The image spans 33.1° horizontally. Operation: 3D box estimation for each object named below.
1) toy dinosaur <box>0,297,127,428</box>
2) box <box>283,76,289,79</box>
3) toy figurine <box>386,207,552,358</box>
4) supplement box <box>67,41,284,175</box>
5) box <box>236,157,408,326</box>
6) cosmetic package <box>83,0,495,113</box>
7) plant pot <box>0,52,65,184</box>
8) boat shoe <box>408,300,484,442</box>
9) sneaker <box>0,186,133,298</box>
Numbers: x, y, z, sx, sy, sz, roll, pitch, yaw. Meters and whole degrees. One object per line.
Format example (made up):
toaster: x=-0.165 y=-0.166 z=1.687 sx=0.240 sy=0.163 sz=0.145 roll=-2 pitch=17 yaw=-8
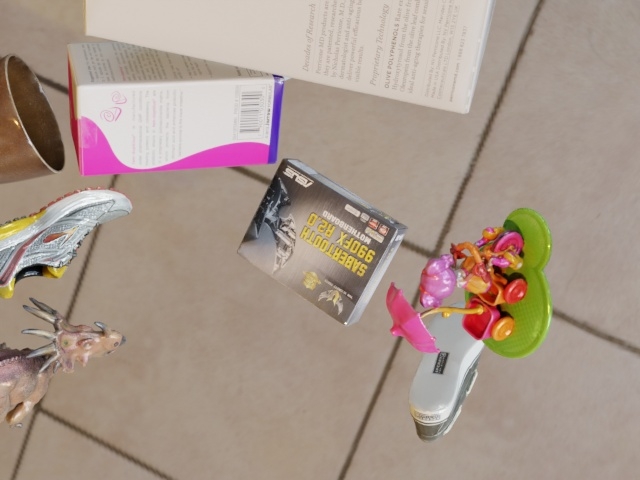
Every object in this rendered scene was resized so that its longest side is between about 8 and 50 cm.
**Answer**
toy dinosaur: x=-0.425 y=0.182 z=1.444 sx=0.127 sy=0.295 sz=0.200 roll=51 pitch=132 yaw=3
box: x=-0.094 y=-0.352 z=1.519 sx=0.231 sy=0.127 sz=0.262 roll=-22 pitch=53 yaw=18
toy figurine: x=0.145 y=0.053 z=1.111 sx=0.130 sy=0.159 sz=0.173 roll=44 pitch=130 yaw=42
supplement box: x=-0.163 y=-0.150 z=1.190 sx=0.220 sy=0.114 sz=0.111 roll=-5 pitch=127 yaw=-18
box: x=0.000 y=0.000 z=1.740 sx=0.231 sy=0.056 sz=0.183 roll=34 pitch=105 yaw=19
cosmetic package: x=-0.017 y=-0.259 z=1.004 sx=0.365 sy=0.197 sz=0.155 roll=13 pitch=126 yaw=9
plant pot: x=-0.588 y=-0.178 z=1.836 sx=0.230 sy=0.215 sz=0.215 roll=-19 pitch=91 yaw=4
boat shoe: x=0.166 y=0.168 z=1.408 sx=0.077 sy=0.219 sz=0.070 roll=11 pitch=133 yaw=22
sneaker: x=-0.348 y=0.003 z=1.429 sx=0.225 sy=0.088 sz=0.093 roll=-29 pitch=83 yaw=-21
